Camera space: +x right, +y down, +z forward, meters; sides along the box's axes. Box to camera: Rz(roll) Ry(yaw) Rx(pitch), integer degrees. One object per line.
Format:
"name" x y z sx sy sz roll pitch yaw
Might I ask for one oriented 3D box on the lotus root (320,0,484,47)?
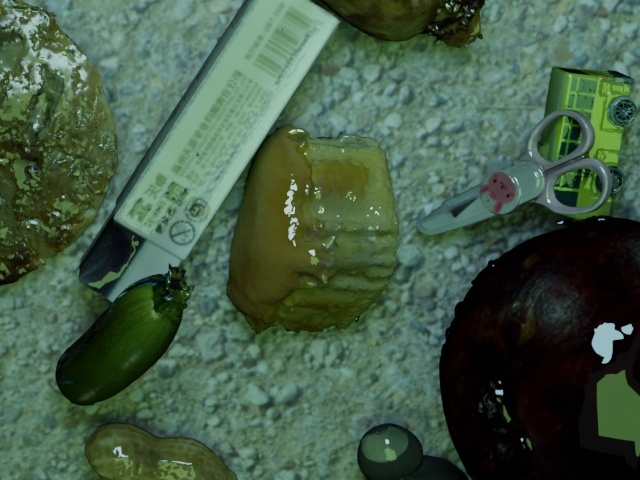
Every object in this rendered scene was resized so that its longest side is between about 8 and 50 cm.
"lotus root" 0.051 -0.320 1.472 0.314 0.141 0.169 33 92 -32

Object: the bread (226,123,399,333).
"bread" 0.002 0.008 1.571 0.174 0.133 0.252 5 106 -24

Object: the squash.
"squash" -0.217 0.112 1.529 0.087 0.087 0.331 33 142 -13

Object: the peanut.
"peanut" -0.191 0.275 1.669 0.192 0.089 0.089 17 104 -9

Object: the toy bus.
"toy bus" 0.299 -0.109 1.597 0.101 0.088 0.175 7 103 -5

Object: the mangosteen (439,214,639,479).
"mangosteen" 0.346 0.152 1.530 0.421 0.381 0.381 -12 107 -2

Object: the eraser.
"eraser" -0.128 -0.106 1.557 0.098 0.096 0.404 32 102 -14

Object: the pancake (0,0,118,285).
"pancake" -0.398 -0.118 1.548 0.356 0.065 0.356 -1 107 -3

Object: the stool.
"stool" 0.111 0.339 1.683 0.228 0.139 0.153 43 97 -17

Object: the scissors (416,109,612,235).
"scissors" 0.213 -0.055 1.579 0.242 0.030 0.118 -25 81 31
